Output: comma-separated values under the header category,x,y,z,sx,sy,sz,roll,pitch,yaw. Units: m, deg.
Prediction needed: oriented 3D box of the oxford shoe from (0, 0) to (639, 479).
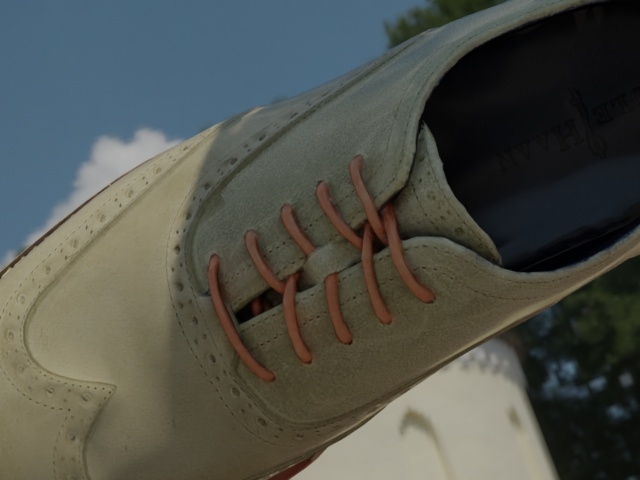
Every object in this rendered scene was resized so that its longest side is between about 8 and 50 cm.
category,x,y,z,sx,sy,sz,roll,pitch,yaw
oxford shoe,0.000,0.000,0.596,0.397,0.140,0.146,-32,-4,-4
